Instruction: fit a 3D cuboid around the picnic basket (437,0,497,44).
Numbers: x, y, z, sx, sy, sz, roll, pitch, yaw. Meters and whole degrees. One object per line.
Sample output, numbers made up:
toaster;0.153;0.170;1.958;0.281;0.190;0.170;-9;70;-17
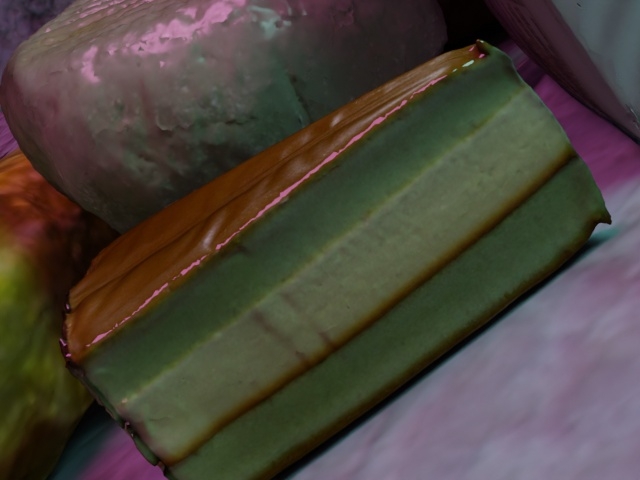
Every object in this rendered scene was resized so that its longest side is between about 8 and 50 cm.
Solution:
picnic basket;0.022;-0.259;0.770;0.291;0.321;0.254;-26;23;45

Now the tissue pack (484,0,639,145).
tissue pack;0.080;-0.166;0.529;0.124;0.225;0.185;-36;16;8

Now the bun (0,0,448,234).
bun;-0.022;-0.066;0.629;0.204;0.126;0.212;-4;30;39

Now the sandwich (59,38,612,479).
sandwich;0.000;0.000;0.505;0.163;0.079;0.113;-38;17;4

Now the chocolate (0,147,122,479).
chocolate;-0.178;0.078;0.594;0.162;0.162;0.445;-24;16;40
